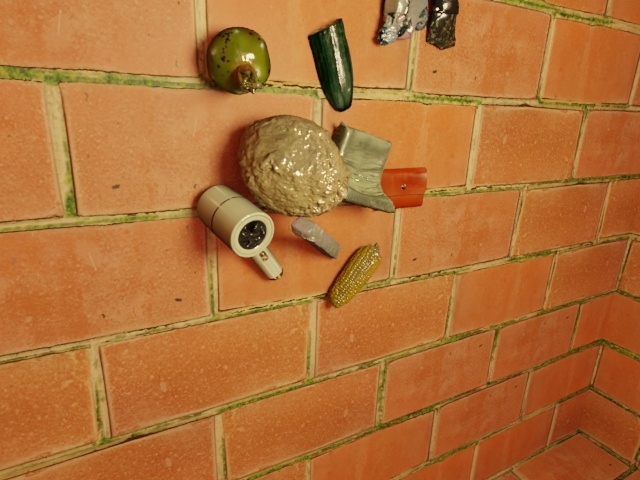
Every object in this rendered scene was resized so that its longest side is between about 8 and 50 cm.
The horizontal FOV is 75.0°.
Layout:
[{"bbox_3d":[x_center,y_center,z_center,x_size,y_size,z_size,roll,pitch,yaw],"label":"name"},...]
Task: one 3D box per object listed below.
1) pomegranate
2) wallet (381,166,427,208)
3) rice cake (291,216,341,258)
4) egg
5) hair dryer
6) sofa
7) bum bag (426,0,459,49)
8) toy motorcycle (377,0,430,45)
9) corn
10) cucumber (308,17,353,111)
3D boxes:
[{"bbox_3d":[-0.189,-0.423,1.008,0.159,0.205,0.159,-15,141,-13],"label":"pomegranate"},{"bbox_3d":[0.276,-0.179,1.437,0.204,0.045,0.143,-7,109,-28],"label":"wallet"},{"bbox_3d":[0.000,0.000,1.219,0.056,0.072,0.365,-65,162,-4],"label":"rice cake"},{"bbox_3d":[-0.071,-0.196,1.105,0.310,0.279,0.279,24,94,-7],"label":"egg"},{"bbox_3d":[-0.187,0.015,1.179,0.128,0.203,0.362,-44,139,-13],"label":"hair dryer"},{"bbox_3d":[0.130,-0.217,1.265,0.210,0.176,0.226,13,100,-32],"label":"sofa"},{"bbox_3d":[0.384,-0.723,1.296,0.102,0.069,0.248,-26,128,-26],"label":"bum bag"},{"bbox_3d":[0.224,-0.667,1.208,0.239,0.108,0.204,37,86,-33],"label":"toy motorcycle"},{"bbox_3d":[0.120,0.117,1.420,0.097,0.097,0.262,38,87,-33],"label":"corn"},{"bbox_3d":[0.052,-0.494,1.199,0.115,0.063,0.244,-28,119,-18],"label":"cucumber"}]
